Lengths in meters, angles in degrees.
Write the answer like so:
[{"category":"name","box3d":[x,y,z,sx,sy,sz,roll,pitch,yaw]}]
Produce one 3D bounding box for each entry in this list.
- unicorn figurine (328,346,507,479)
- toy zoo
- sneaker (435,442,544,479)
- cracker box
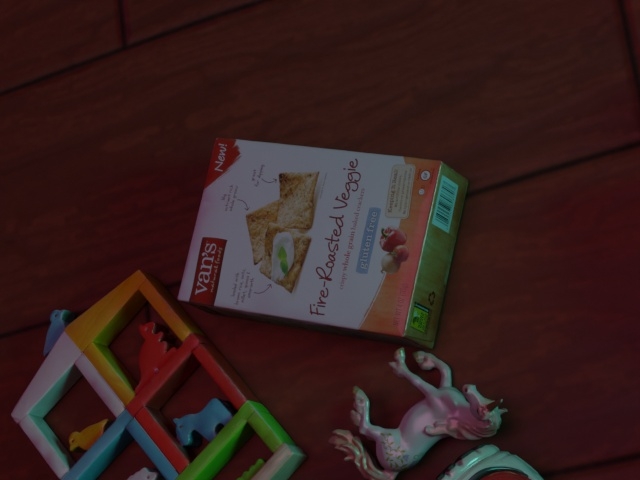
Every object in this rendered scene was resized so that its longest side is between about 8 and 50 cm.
[{"category":"unicorn figurine","box3d":[0.087,0.144,1.430,0.162,0.060,0.111,-51,59,26]},{"category":"toy zoo","box3d":[-0.166,0.162,1.569,0.192,0.030,0.293,-47,61,9]},{"category":"sneaker","box3d":[0.090,0.296,1.359,0.118,0.107,0.279,36,97,21]},{"category":"cracker box","box3d":[0.000,0.000,1.504,0.232,0.067,0.155,7,80,30]}]
